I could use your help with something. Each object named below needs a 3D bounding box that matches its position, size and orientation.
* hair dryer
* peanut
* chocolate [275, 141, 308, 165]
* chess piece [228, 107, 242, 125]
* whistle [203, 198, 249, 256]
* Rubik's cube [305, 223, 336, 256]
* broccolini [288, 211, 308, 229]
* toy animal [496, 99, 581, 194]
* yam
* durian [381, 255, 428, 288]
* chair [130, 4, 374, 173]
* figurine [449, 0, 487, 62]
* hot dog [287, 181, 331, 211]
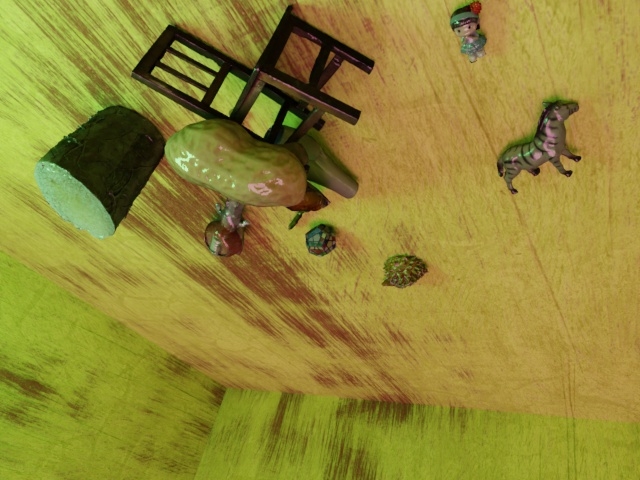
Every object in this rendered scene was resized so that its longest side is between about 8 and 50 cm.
[{"bbox_3d":[-0.041,-0.187,1.189,0.295,0.119,0.298,22,162,-14],"label":"hair dryer"},{"bbox_3d":[-0.172,-0.159,0.872,0.313,0.152,0.152,26,148,14],"label":"peanut"},{"bbox_3d":[-0.077,-0.180,0.922,0.100,0.031,0.064,4,145,29],"label":"chocolate"},{"bbox_3d":[-0.221,-0.304,1.132,0.035,0.035,0.092,14,149,4],"label":"chess piece"},{"bbox_3d":[-0.314,-0.050,1.454,0.142,0.133,0.346,49,140,17],"label":"whistle"},{"bbox_3d":[0.000,0.000,1.413,0.111,0.111,0.093,24,118,-11],"label":"Rubik's cube"},{"bbox_3d":[-0.063,-0.078,1.330,0.071,0.058,0.254,38,151,0],"label":"broccolini"},{"bbox_3d":[0.480,-0.203,0.947,0.176,0.073,0.216,39,145,-20],"label":"toy animal"},{"bbox_3d":[-0.587,-0.200,1.170,0.240,0.348,0.241,9,139,8],"label":"yam"},{"bbox_3d":[0.272,0.133,1.496,0.140,0.078,0.224,25,144,-11],"label":"durian"},{"bbox_3d":[-0.135,-0.353,0.884,0.416,0.203,0.240,28,149,-19],"label":"chair"},{"bbox_3d":[0.281,-0.386,0.791,0.060,0.047,0.106,-2,145,39],"label":"figurine"},{"bbox_3d":[-0.071,-0.116,1.076,0.162,0.082,0.270,20,-178,13],"label":"hot dog"}]
